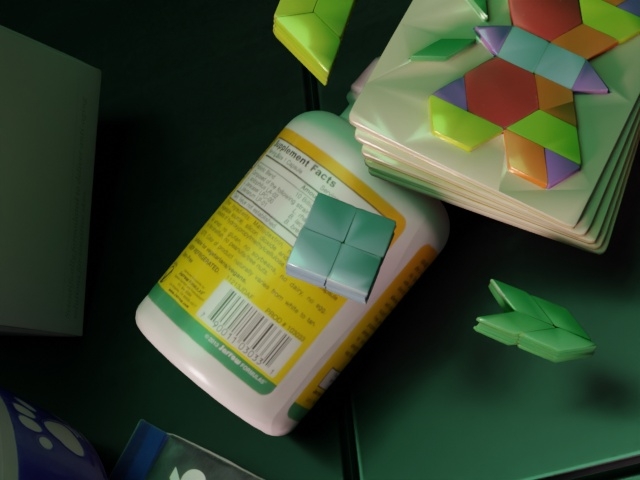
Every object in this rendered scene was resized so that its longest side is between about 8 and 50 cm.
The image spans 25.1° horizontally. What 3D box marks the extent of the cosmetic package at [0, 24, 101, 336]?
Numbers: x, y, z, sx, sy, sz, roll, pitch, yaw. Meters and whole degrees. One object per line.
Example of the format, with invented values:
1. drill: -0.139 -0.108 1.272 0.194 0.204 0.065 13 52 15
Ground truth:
1. cosmetic package: -0.346 -0.035 0.983 0.365 0.155 0.197 1 83 25

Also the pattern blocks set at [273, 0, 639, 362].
1. pattern blocks set: 0.115 -0.096 0.785 0.285 0.026 0.325 12 67 1

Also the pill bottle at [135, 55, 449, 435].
1. pill bottle: 0.000 0.000 0.831 0.208 0.117 0.117 -51 53 -1

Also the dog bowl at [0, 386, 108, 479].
1. dog bowl: -0.243 0.205 0.832 0.265 0.104 0.265 -28 46 32

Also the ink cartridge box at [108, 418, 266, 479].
1. ink cartridge box: -0.037 0.219 0.779 0.332 0.065 0.165 19 78 36
